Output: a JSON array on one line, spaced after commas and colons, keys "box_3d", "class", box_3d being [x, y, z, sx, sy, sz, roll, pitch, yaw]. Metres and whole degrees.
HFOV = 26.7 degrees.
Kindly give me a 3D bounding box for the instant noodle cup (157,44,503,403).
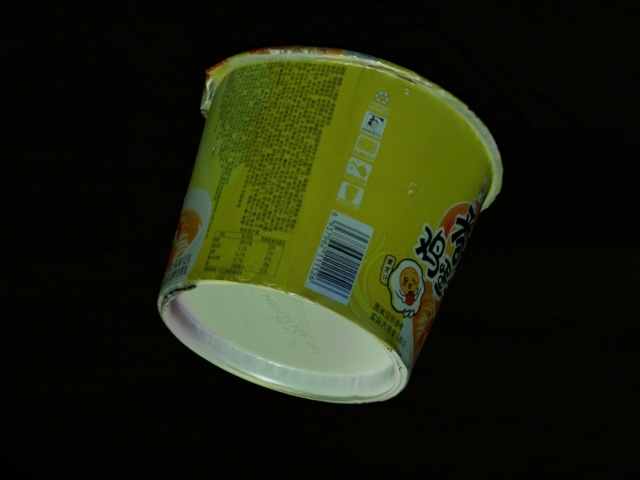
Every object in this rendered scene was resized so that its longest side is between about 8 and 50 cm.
[{"box_3d": [0.000, 0.000, 1.079, 0.264, 0.200, 0.264, 14, 154, 7], "class": "instant noodle cup"}]
